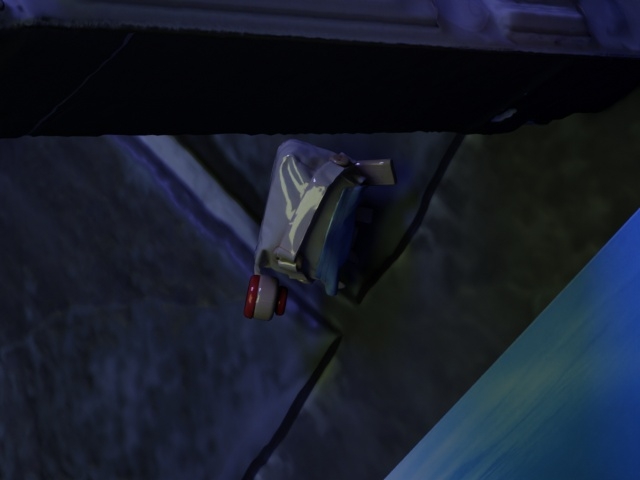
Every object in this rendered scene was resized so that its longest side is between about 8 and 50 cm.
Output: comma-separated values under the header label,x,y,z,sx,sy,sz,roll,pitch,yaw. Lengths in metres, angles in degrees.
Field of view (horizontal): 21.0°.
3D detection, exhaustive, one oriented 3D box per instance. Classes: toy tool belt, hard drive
label,x,y,z,sx,sy,sz,roll,pitch,yaw
toy tool belt,0.000,0.000,0.723,0.051,0.052,0.083,12,112,-3
hard drive,-0.037,-0.147,0.550,0.064,0.339,0.236,-35,70,37

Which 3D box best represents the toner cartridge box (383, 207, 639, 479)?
label,x,y,z,sx,sy,sz,roll,pitch,yaw
toner cartridge box,0.091,0.145,0.636,0.348,0.075,0.165,-52,60,33
